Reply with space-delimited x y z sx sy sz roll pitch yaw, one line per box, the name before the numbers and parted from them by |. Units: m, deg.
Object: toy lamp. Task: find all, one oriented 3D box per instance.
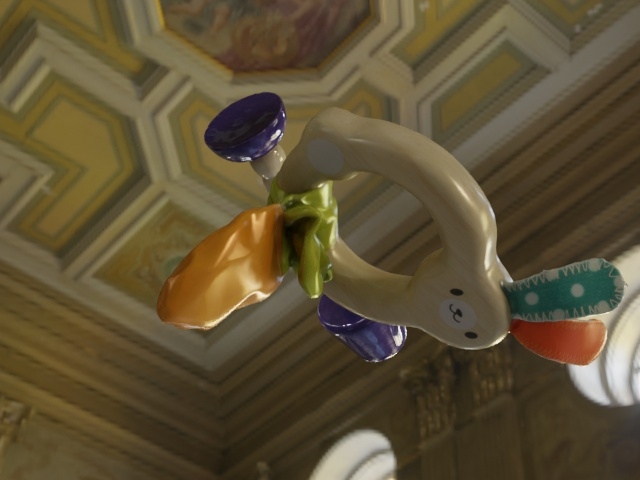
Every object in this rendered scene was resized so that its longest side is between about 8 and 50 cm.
toy lamp | 0.000 0.000 0.930 0.080 0.080 0.275 -17 -52 19

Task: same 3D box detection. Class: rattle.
rattle | 0.045 0.032 0.548 0.199 0.143 0.130 39 -60 4
